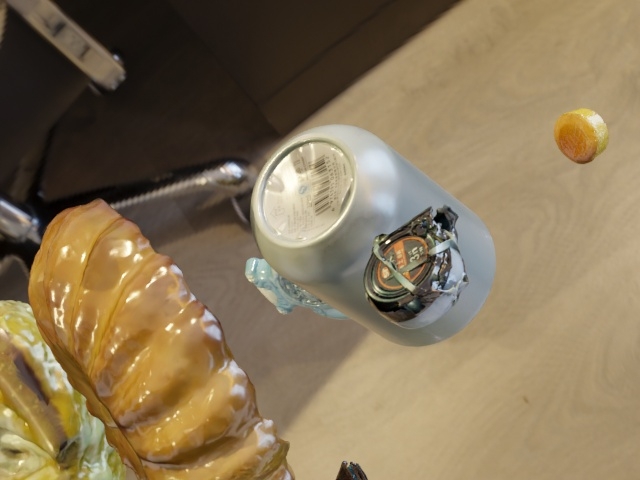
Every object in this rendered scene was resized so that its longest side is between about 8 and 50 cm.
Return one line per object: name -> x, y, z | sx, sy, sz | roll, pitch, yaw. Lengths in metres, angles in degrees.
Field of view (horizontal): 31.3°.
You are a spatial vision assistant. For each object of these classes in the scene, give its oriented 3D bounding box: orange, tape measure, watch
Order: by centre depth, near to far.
tape measure -> 0.077, 0.025, 0.944 | 0.091, 0.054, 0.094 | -26, 42, 29
orange -> -0.325, 0.237, 1.249 | 0.270, 0.210, 0.369 | -1, 94, 33
watch -> 0.000, 0.000, 1.765 | 0.210, 0.211, 0.193 | 5, 49, 22

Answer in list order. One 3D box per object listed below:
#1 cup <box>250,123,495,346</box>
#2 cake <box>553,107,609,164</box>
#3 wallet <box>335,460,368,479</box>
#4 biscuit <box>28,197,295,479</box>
cup -> 0.061, -0.008, 1.398 | 0.205, 0.312, 0.206 | -14, 63, 29
cake -> 0.392, -0.158, 1.722 | 0.044, 0.084, 0.084 | -30, 56, -34
wallet -> 0.036, 0.365, 1.440 | 0.042, 0.230, 0.124 | 17, 92, -6
biscuit -> -0.145, 0.121, 0.967 | 0.107, 0.326, 0.326 | -32, 60, -22
